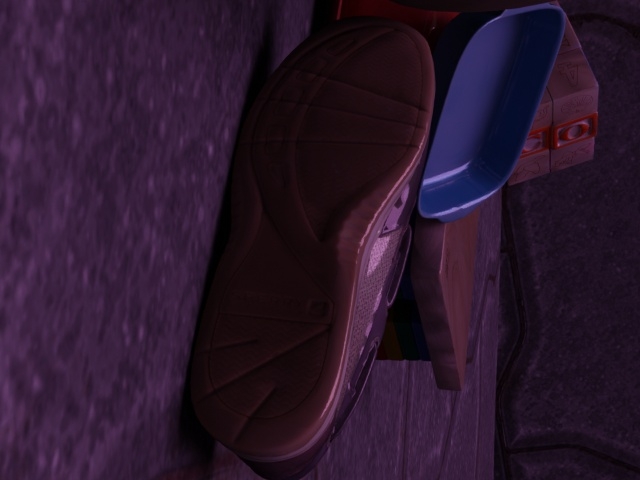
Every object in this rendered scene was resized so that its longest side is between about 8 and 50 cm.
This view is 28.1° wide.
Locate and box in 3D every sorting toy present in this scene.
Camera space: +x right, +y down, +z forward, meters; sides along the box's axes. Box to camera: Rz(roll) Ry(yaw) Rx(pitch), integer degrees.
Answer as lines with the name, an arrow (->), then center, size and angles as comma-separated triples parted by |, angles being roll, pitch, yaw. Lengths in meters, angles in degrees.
sorting toy -> 0.083, -0.033, 1.118 | 0.257, 0.089, 0.255 | 69, 26, -62

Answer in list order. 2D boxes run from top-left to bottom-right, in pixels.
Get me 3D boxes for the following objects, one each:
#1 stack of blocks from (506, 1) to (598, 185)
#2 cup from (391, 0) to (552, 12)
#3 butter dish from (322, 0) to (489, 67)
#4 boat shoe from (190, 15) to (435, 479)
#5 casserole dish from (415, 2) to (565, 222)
stack of blocks -> 0.170, -0.206, 1.229 | 0.171, 0.087, 0.297 | 69, 3, -62
cup -> 0.095, -0.256, 0.693 | 0.237, 0.331, 0.331 | 128, -26, -61
butter dish -> 0.069, -0.144, 0.951 | 0.160, 0.118, 0.160 | 71, 25, -63
boat shoe -> 0.000, 0.000, 0.721 | 0.092, 0.103, 0.285 | 83, 18, -59
casserole dish -> 0.111, -0.098, 0.917 | 0.114, 0.037, 0.188 | -20, 138, -38
